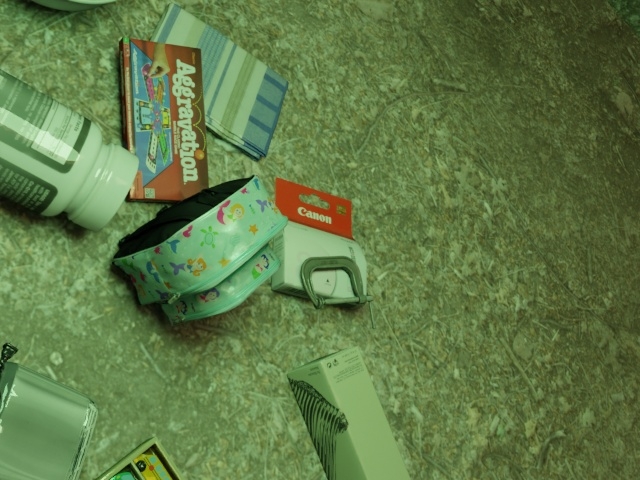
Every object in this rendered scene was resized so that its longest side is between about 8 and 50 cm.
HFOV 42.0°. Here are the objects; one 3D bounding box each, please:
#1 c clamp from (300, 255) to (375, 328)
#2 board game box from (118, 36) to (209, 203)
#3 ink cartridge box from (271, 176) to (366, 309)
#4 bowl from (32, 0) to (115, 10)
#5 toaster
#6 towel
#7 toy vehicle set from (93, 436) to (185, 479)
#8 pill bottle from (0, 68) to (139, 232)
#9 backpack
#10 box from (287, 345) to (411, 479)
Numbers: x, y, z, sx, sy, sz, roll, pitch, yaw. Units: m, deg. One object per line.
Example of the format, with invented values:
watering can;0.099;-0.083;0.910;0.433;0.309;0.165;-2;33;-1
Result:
c clamp;0.034;0.091;1.510;0.161;0.022;0.137;5;70;-37
board game box;-0.267;-0.203;1.429;0.145;0.027;0.281;1;79;-33
ink cartridge box;0.000;0.000;1.570;0.189;0.066;0.232;16;67;-32
bowl;-0.441;-0.493;1.376;0.298;0.134;0.297;15;64;-32
toaster;-0.396;0.265;1.106;0.146;0.129;0.226;31;54;-29
towel;-0.197;-0.294;1.550;0.285;0.034;0.209;30;56;-25
toy vehicle set;-0.236;0.444;1.214;0.166;0.035;0.266;-36;95;-41
pill bottle;-0.425;-0.134;1.222;0.283;0.161;0.161;30;56;-25
backpack;-0.173;0.010;1.297;0.191;0.253;0.225;55;48;-7
box;0.052;0.331;1.436;0.094;0.113;0.275;-17;81;-40
